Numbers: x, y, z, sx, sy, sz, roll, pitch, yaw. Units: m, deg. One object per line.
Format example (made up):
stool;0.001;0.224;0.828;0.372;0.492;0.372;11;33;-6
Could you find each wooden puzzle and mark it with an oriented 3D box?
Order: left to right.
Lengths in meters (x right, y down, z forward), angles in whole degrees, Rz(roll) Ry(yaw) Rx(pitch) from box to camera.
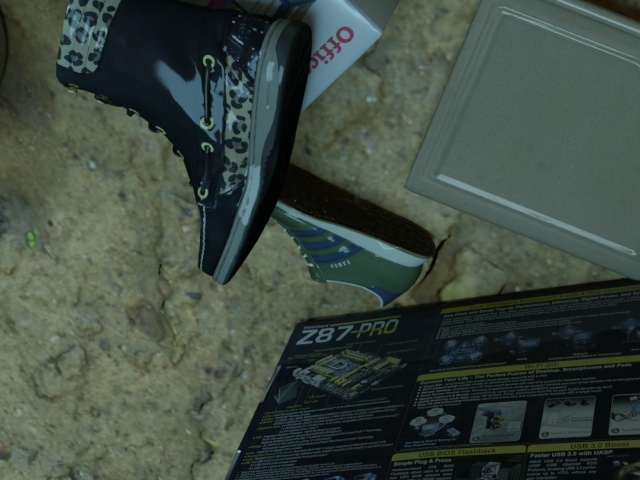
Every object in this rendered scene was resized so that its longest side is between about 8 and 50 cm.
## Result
wooden puzzle;0.205;-0.088;0.983;0.220;0.044;0.239;22;134;2

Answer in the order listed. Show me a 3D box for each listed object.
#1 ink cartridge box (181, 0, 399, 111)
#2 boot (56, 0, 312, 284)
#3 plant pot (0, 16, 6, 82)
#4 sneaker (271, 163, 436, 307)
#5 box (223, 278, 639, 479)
ink cartridge box;-0.064;-0.203;0.953;0.212;0.093;0.154;40;128;-15
boot;-0.113;-0.090;0.945;0.178;0.085;0.236;21;127;7
plant pot;-0.426;-0.118;1.003;0.333;0.305;0.334;9;128;12
sneaker;0.000;0.000;1.099;0.192;0.064;0.086;24;125;-4
box;0.122;0.171;1.024;0.394;0.318;0.097;-9;123;24
